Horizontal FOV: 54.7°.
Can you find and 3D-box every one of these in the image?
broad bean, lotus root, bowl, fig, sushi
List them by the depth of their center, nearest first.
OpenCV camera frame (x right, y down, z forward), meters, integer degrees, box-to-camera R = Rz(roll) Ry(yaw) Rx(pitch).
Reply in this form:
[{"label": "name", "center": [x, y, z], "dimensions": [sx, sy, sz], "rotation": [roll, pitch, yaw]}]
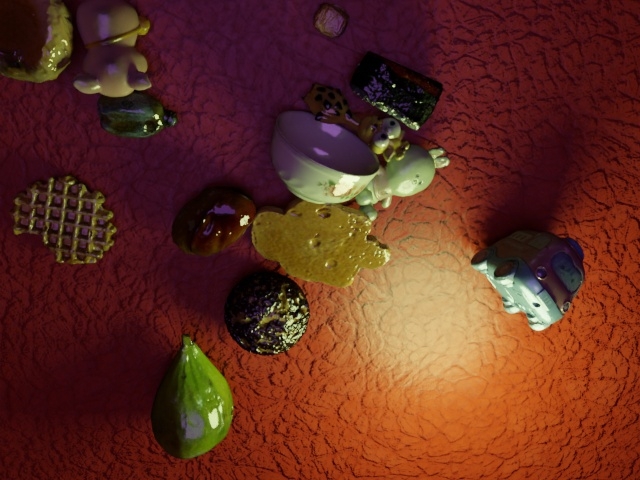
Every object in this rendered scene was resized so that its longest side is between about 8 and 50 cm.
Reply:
[{"label": "bowl", "center": [-0.006, -0.185, 1.510], "dimensions": [0.277, 0.277, 0.145], "rotation": [20, 120, -12]}, {"label": "lotus root", "center": [-0.446, -0.305, 1.511], "dimensions": [0.192, 0.088, 0.113], "rotation": [3, 118, -7]}, {"label": "sushi", "center": [0.186, -0.367, 1.522], "dimensions": [0.225, 0.136, 0.126], "rotation": [20, 109, -19]}, {"label": "broad bean", "center": [-0.276, -0.051, 1.599], "dimensions": [0.228, 0.122, 0.156], "rotation": [-33, 120, 10]}, {"label": "fig", "center": [-0.337, 0.436, 1.714], "dimensions": [0.233, 0.233, 0.314], "rotation": [24, 101, -13]}]

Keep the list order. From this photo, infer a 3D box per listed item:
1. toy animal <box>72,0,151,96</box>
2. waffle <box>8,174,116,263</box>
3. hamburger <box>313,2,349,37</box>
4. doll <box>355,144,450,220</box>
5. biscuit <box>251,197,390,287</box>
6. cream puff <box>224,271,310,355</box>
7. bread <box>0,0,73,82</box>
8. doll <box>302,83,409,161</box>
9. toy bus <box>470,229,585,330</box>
[{"label": "toy animal", "center": [-0.478, -0.456, 1.425], "dimensions": [0.165, 0.149, 0.248], "rotation": [-8, 90, 3]}, {"label": "waffle", "center": [-0.663, -0.041, 1.602], "dimensions": [0.249, 0.056, 0.253], "rotation": [-20, 111, 3]}, {"label": "hamburger", "center": [0.026, -0.532, 1.495], "dimensions": [0.083, 0.044, 0.076], "rotation": [29, 106, -12]}, {"label": "doll", "center": [0.196, -0.168, 1.608], "dimensions": [0.275, 0.113, 0.155], "rotation": [-33, 130, 2]}, {"label": "biscuit", "center": [0.001, -0.003, 1.639], "dimensions": [0.375, 0.051, 0.269], "rotation": [13, 128, 1]}, {"label": "cream puff", "center": [-0.146, 0.203, 1.676], "dimensions": [0.239, 0.165, 0.239], "rotation": [-3, 110, -7]}, {"label": "bread", "center": [-0.654, -0.468, 1.390], "dimensions": [0.244, 0.134, 0.245], "rotation": [4, 105, 14]}, {"label": "doll", "center": [0.089, -0.294, 1.536], "dimensions": [0.291, 0.086, 0.117], "rotation": [32, 67, 2]}, {"label": "toy bus", "center": [0.565, 0.074, 1.634], "dimensions": [0.232, 0.294, 0.197], "rotation": [-40, 105, -1]}]
